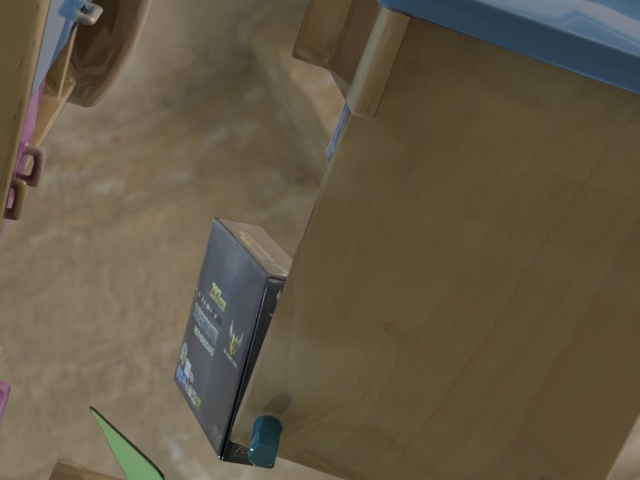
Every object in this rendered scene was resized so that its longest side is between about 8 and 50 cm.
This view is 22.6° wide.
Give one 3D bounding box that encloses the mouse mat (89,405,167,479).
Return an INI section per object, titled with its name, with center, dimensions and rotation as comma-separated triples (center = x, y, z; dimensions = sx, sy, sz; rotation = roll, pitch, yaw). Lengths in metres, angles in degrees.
[mouse mat]
center = -0.125, 0.229, 1.319
dimensions = 0.007, 0.153, 0.189
rotation = -33, -59, -18

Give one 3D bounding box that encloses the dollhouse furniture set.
[dollhouse furniture set]
center = 0.000, 0.000, 0.606
dimensions = 0.303, 0.198, 0.286
rotation = 17, -61, -2

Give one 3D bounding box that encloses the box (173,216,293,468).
[box]
center = -0.077, 0.093, 1.562
dimensions = 0.059, 0.233, 0.183
rotation = 12, -78, -20
